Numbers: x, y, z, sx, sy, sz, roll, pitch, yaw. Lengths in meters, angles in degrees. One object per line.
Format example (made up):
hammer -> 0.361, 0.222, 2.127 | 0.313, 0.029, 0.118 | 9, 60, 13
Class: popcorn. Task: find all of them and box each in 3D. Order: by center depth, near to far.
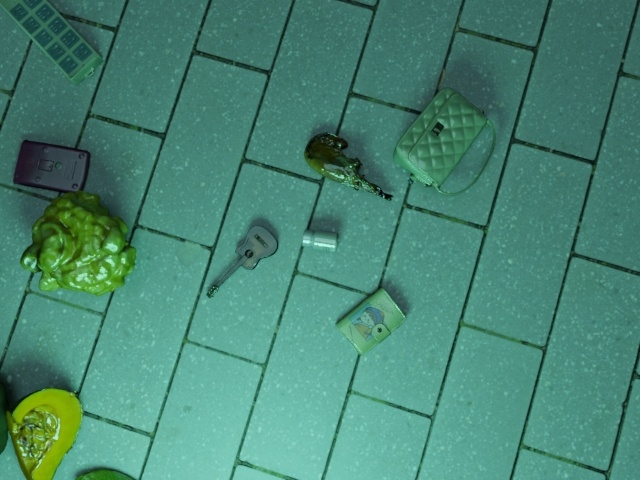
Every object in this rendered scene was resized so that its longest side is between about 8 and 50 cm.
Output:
popcorn -> -0.587, 0.023, 1.551 | 0.250, 0.235, 0.242 | 32, 110, 24

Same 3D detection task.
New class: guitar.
guitar -> -0.209, 0.062, 1.628 | 0.088, 0.025, 0.233 | 44, 88, 6

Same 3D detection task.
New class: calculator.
calculator -> -0.718, -0.197, 1.677 | 0.190, 0.034, 0.126 | 9, 82, 3

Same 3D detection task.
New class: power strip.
power strip -> -0.748, -0.582, 1.715 | 0.106, 0.043, 0.367 | -44, 84, -3

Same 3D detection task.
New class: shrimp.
shrimp -> 0.082, -0.196, 1.625 | 0.262, 0.066, 0.117 | 24, 85, 3

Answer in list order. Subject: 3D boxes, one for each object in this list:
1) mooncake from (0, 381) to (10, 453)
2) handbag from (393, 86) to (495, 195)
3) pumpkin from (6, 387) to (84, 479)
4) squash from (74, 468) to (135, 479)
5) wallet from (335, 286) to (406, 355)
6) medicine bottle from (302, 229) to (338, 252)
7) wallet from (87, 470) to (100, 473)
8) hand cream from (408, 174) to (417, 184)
mooncake -> -0.947, 0.451, 1.526 | 0.356, 0.194, 0.356 | 0, 91, 5
handbag -> 0.331, -0.245, 1.604 | 0.219, 0.079, 0.256 | 37, 81, 5
pumpkin -> -0.681, 0.481, 1.576 | 0.111, 0.163, 0.278 | 9, 113, 44
squash -> -0.458, 0.678, 1.563 | 0.111, 0.203, 0.288 | -49, 52, -5
wallet -> 0.129, 0.206, 1.589 | 0.155, 0.039, 0.110 | -39, 82, -1
medicine bottle -> 0.000, 0.000, 1.611 | 0.089, 0.052, 0.052 | 8, 84, 3
wallet -> -0.569, 0.625, 1.588 | 0.044, 0.011, 0.083 | 1, 84, 3
hand cream -> 0.270, -0.184, 1.638 | 0.102, 0.022, 0.035 | -43, 82, -8
